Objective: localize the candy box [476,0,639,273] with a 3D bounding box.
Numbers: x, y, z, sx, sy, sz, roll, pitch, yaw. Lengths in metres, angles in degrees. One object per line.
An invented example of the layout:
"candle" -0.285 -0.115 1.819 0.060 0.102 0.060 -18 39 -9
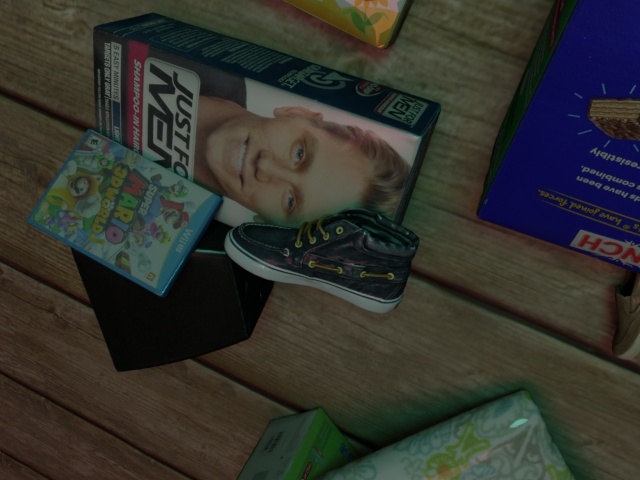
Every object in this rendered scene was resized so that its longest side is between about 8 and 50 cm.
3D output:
"candy box" 0.277 -0.095 0.346 0.268 0.122 0.317 20 151 11

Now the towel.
"towel" 0.203 0.415 0.690 0.321 0.090 0.374 -29 94 8

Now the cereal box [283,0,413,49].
"cereal box" 0.032 -0.311 0.448 0.173 0.047 0.240 30 126 6

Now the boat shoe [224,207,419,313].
"boat shoe" 0.000 0.000 0.511 0.184 0.065 0.083 18 124 5

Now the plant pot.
"plant pot" -0.160 0.036 0.663 0.167 0.188 0.187 -1 118 13

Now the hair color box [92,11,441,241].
"hair color box" -0.068 -0.107 0.578 0.347 0.105 0.173 21 125 11

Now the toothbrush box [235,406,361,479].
"toothbrush box" 0.001 0.434 0.801 0.122 0.206 0.283 -29 105 34

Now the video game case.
"video game case" -0.203 -0.031 0.558 0.166 0.119 0.015 28 168 6

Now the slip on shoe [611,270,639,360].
"slip on shoe" 0.315 0.058 0.536 0.041 0.051 0.135 14 120 10
